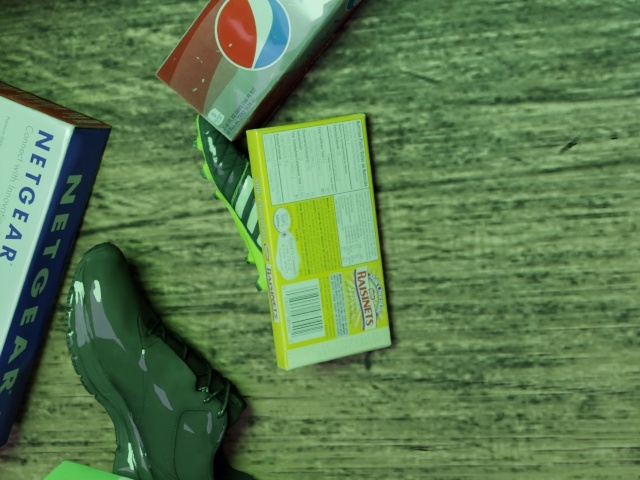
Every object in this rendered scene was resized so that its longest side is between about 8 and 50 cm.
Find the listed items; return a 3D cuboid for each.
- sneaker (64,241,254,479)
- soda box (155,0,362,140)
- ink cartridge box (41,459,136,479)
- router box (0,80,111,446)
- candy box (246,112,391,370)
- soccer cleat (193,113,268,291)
[{"bbox_3d":[-0.140,0.132,1.140,0.130,0.109,0.286,-14,105,13],"label":"sneaker"},{"bbox_3d":[-0.017,-0.211,1.037,0.092,0.083,0.263,42,108,5],"label":"soda box"},{"bbox_3d":[-0.129,0.328,1.068,0.273,0.115,0.198,12,112,19],"label":"ink cartridge box"},{"bbox_3d":[-0.391,-0.007,1.176,0.301,0.082,0.335,22,100,12],"label":"router box"},{"bbox_3d":[0.000,0.000,1.070,0.027,0.105,0.205,8,107,61],"label":"candy box"},{"bbox_3d":[-0.052,-0.038,1.099,0.072,0.060,0.178,-24,99,10],"label":"soccer cleat"}]
